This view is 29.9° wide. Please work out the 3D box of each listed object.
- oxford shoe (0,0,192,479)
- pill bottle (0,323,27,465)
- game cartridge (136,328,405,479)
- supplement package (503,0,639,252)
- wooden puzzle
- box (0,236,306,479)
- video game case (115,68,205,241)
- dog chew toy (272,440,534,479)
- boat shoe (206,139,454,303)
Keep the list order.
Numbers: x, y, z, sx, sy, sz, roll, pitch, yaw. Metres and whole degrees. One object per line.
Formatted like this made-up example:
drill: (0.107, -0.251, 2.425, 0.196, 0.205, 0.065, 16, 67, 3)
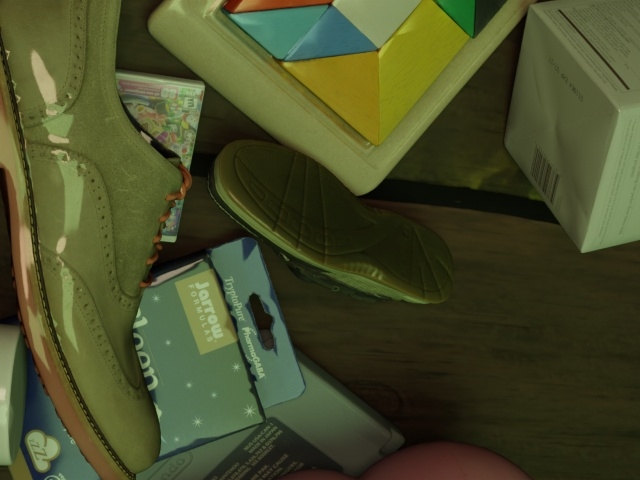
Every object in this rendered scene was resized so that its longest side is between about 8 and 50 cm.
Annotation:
oxford shoe: (-0.139, -0.001, 0.774, 0.130, 0.123, 0.348, -16, 111, -11)
pill bottle: (-0.303, 0.095, 0.769, 0.216, 0.121, 0.121, 3, 117, -7)
game cartridge: (-0.094, 0.214, 0.987, 0.297, 0.062, 0.198, -44, 120, 6)
supplement package: (0.282, -0.103, 0.892, 0.244, 0.139, 0.134, -11, 135, -15)
wooden puzzle: (0.035, -0.167, 0.829, 0.239, 0.044, 0.221, -47, 124, 8)
box: (-0.132, 0.094, 0.880, 0.225, 0.036, 0.136, -20, 101, -7)
video game case: (-0.134, -0.059, 0.836, 0.087, 0.011, 0.122, 6, 116, -17)
dog chew toy: (0.018, 0.262, 0.916, 0.331, 0.207, 0.207, -1, 118, -12)
boat shoe: (0.001, -0.001, 0.888, 0.223, 0.080, 0.073, 25, 146, -33)
